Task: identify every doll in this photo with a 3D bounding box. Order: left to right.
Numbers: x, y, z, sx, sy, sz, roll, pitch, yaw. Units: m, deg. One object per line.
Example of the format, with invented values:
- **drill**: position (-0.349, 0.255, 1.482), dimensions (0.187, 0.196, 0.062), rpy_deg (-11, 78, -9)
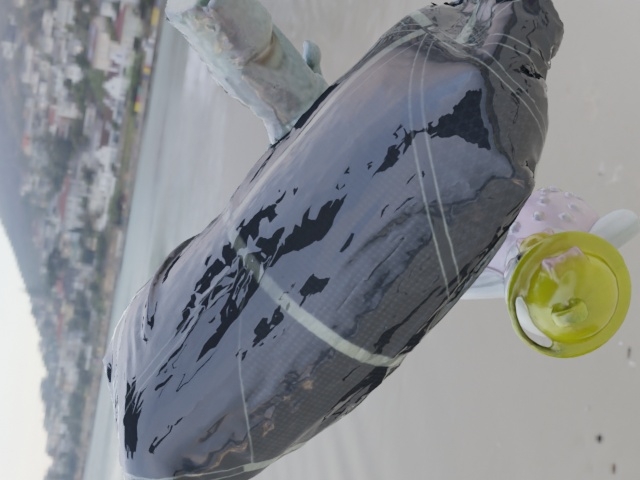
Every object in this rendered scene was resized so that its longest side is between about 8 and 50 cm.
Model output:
- **doll**: position (0.145, 0.015, 0.586), dimensions (0.207, 0.129, 0.081), rpy_deg (-70, -43, -73)

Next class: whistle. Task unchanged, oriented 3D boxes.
- **whistle**: position (0.000, -0.072, 0.739), dimensions (0.134, 0.346, 0.142), rpy_deg (20, 68, 49)

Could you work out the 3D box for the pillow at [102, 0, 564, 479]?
- **pillow**: position (0.000, 0.000, 0.482), dimensions (0.335, 0.093, 0.161), rpy_deg (-47, 42, 13)
